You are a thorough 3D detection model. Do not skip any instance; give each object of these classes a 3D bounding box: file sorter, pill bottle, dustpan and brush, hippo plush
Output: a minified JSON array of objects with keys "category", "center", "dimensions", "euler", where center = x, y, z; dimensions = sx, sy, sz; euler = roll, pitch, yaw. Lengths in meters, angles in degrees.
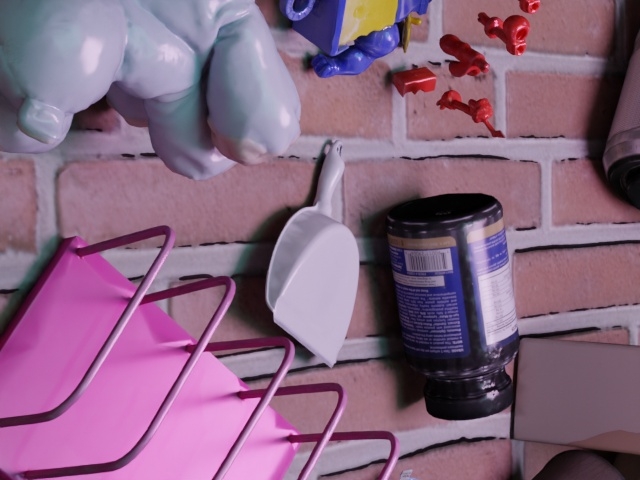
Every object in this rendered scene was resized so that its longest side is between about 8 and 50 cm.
[{"category":"file sorter","center":[-0.108,0.153,1.422],"dimensions":[0.291,0.182,0.202],"euler":[44,58,-24]},{"category":"pill bottle","center":[0.141,0.069,1.821],"dimensions":[0.123,0.123,0.219],"euler":[-24,111,-48]},{"category":"dustpan and brush","center":[0.000,0.000,1.708],"dimensions":[0.147,0.060,0.211],"euler":[44,65,-55]},{"category":"hippo plush","center":[-0.153,-0.133,1.353],"dimensions":[0.236,0.294,0.234],"euler":[-30,93,-37]}]

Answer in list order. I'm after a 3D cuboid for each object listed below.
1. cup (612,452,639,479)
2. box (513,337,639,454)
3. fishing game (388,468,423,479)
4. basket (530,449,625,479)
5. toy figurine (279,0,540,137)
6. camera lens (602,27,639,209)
[{"category":"cup","center":[0.470,0.334,2.117],"dimensions":[0.237,0.331,0.331],"euler":[-38,122,-24]},{"category":"box","center":[0.386,0.181,1.975],"dimensions":[0.148,0.311,0.121],"euler":[8,85,-50]},{"category":"fishing game","center":[0.106,0.322,1.770],"dimensions":[0.264,0.041,0.189],"euler":[-6,67,-32]},{"category":"basket","center":[0.232,0.368,1.931],"dimensions":[0.227,0.154,0.204],"euler":[-28,130,-41]},{"category":"toy figurine","center":[0.069,-0.253,1.647],"dimensions":[0.217,0.191,0.362],"euler":[-15,135,-28]},{"category":"camera lens","center":[0.476,-0.164,2.142],"dimensions":[0.219,0.219,0.274],"euler":[38,63,-45]}]
